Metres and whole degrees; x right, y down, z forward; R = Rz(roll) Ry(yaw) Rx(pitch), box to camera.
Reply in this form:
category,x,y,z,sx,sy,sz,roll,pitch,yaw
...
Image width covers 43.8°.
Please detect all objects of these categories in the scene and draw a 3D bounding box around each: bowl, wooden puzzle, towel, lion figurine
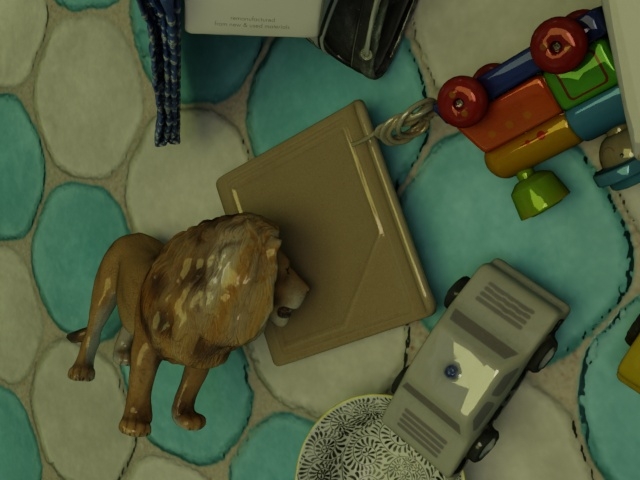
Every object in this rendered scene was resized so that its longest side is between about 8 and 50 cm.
category,x,y,z,sx,sy,sz,roll,pitch,yaw
bowl,0.067,0.235,0.767,0.170,0.080,0.170,-6,75,24
wooden puzzle,0.000,0.000,0.829,0.238,0.044,0.221,-25,81,41
towel,-0.159,-0.257,0.766,0.336,0.040,0.243,124,142,-73
lion figurine,-0.183,0.063,0.888,0.392,0.142,0.240,16,96,47

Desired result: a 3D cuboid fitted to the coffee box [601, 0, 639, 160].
category,x,y,z,sx,sy,sz,roll,pitch,yaw
coffee box,0.284,-0.129,0.446,0.168,0.297,0.119,-10,94,35

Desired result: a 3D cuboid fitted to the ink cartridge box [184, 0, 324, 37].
category,x,y,z,sx,sy,sz,roll,pitch,yaw
ink cartridge box,-0.041,-0.352,0.579,0.353,0.119,0.207,102,167,-52

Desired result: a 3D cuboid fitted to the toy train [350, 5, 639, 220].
category,x,y,z,sx,sy,sz,roll,pitch,yaw
toy train,0.156,-0.078,0.677,0.248,0.105,0.143,-28,92,35

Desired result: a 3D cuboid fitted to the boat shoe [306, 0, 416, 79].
category,x,y,z,sx,sy,sz,roll,pitch,yaw
boat shoe,0.083,-0.286,0.693,0.105,0.113,0.306,39,119,19

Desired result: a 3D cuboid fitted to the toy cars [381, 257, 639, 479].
category,x,y,z,sx,sy,sz,roll,pitch,yaw
toy cars,0.206,0.078,0.622,0.393,0.087,0.177,-20,74,27
